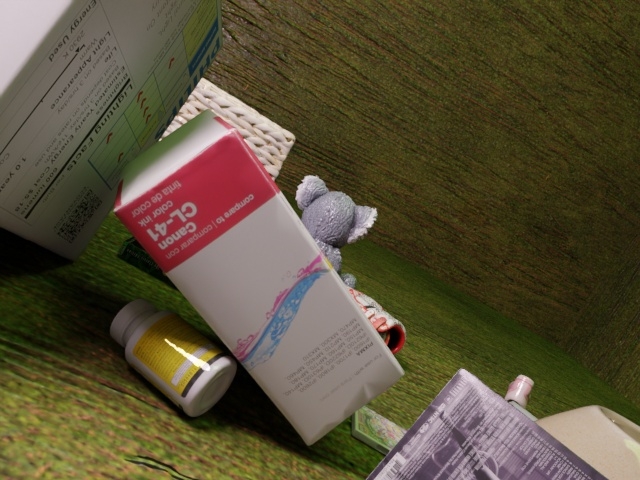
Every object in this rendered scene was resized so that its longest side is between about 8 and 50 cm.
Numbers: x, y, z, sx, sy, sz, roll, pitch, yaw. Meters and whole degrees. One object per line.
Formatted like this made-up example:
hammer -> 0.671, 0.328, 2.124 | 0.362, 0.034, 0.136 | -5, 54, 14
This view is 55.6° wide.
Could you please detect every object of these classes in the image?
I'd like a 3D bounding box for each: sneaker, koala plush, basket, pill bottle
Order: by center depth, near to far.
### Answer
pill bottle -> -0.141, 0.106, 0.573 | 0.116, 0.065, 0.065 | 34, 8, 18
sneaker -> 0.035, 0.121, 1.047 | 0.270, 0.090, 0.145 | 29, 5, -35
koala plush -> 0.000, 0.000, 1.184 | 0.196, 0.221, 0.203 | 34, 9, 18
basket -> -0.269, -0.193, 1.237 | 0.331, 0.266, 0.328 | 29, 7, -27
sneaker -> 0.417, 0.341, 1.296 | 0.051, 0.070, 0.134 | 25, -24, 22

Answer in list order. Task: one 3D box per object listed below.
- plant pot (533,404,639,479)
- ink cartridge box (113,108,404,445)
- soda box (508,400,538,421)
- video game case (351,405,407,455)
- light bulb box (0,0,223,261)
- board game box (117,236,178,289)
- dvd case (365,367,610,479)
plant pot -> 0.286, 0.285, 0.615 | 0.284, 0.190, 0.284 | 31, 8, -5
ink cartridge box -> -0.070, 0.028, 0.642 | 0.306, 0.131, 0.226 | 58, -6, -21
soda box -> 0.273, 0.295, 0.910 | 0.069, 0.073, 0.216 | 36, 9, 31
video game case -> 0.093, 0.250, 0.754 | 0.122, 0.011, 0.087 | 31, 8, -1
light bulb box -> -0.278, -0.200, 0.588 | 0.225, 0.357, 0.361 | 31, -13, -2
board game box -> -0.216, 0.021, 0.957 | 0.136, 0.030, 0.259 | 28, 8, -5
dvd case -> 0.162, 0.241, 0.536 | 0.221, 0.164, 0.018 | 36, -12, 35
